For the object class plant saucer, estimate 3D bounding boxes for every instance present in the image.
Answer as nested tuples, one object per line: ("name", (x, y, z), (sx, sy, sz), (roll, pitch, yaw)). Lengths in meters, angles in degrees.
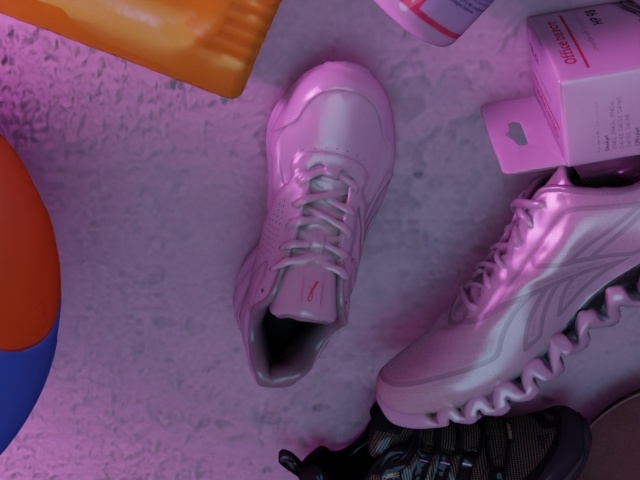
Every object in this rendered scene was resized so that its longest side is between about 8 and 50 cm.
("plant saucer", (0.271, 0.171, 1.017), (0.168, 0.029, 0.168), (-1, 120, -3))

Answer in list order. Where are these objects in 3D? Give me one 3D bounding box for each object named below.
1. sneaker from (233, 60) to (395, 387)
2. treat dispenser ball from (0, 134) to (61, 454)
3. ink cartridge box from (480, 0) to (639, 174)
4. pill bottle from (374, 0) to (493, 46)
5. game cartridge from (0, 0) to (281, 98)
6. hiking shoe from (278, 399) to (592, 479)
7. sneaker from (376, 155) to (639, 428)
("sneaker", (0.000, 0.000, 0.849), (0.090, 0.115, 0.232), (8, 120, -8))
("treat dispenser ball", (-0.295, 0.032, 0.753), (0.288, 0.288, 0.288), (-1, 121, -2))
("ink cartridge box", (0.191, -0.102, 0.806), (0.180, 0.104, 0.060), (-10, 121, 2))
("pill bottle", (0.095, -0.196, 0.755), (0.087, 0.087, 0.160), (35, 112, -21))
("game cartridge", (-0.116, -0.266, 0.724), (0.285, 0.052, 0.323), (19, 117, -14))
("hiking shoe", (0.086, 0.163, 0.969), (0.227, 0.086, 0.114), (-22, 123, 11))
("sneaker", (0.152, 0.020, 0.886), (0.292, 0.110, 0.118), (-34, 109, 7))
